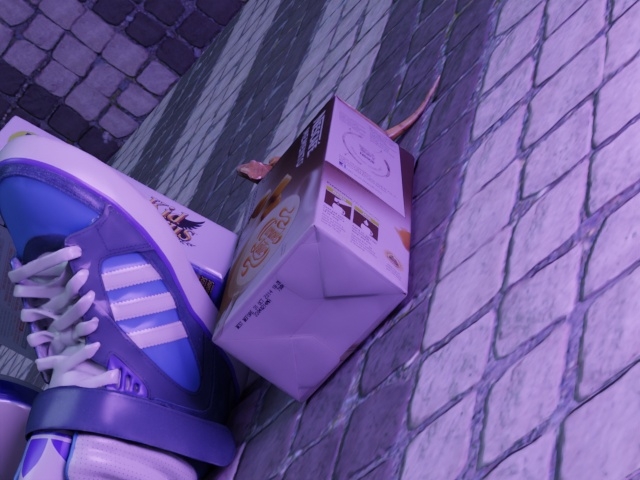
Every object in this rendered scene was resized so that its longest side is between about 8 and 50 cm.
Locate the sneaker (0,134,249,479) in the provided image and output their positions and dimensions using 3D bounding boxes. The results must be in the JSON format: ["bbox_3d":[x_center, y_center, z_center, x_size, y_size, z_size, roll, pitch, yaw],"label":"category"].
[{"bbox_3d":[-0.202,0.097,1.209,0.130,0.323,0.236,-16,31,39],"label":"sneaker"}]

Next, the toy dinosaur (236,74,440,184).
[{"bbox_3d":[0.022,-0.077,1.400,0.211,0.064,0.112,-23,-9,-19],"label":"toy dinosaur"}]

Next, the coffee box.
[{"bbox_3d":[0.000,0.000,1.229,0.141,0.098,0.246,-47,16,26],"label":"coffee box"}]

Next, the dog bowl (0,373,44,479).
[{"bbox_3d":[-0.315,0.256,1.302,0.265,0.265,0.104,-55,17,-4],"label":"dog bowl"}]

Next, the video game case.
[{"bbox_3d":[-0.217,0.040,1.388,0.061,0.244,0.269,-58,-4,-41],"label":"video game case"}]
